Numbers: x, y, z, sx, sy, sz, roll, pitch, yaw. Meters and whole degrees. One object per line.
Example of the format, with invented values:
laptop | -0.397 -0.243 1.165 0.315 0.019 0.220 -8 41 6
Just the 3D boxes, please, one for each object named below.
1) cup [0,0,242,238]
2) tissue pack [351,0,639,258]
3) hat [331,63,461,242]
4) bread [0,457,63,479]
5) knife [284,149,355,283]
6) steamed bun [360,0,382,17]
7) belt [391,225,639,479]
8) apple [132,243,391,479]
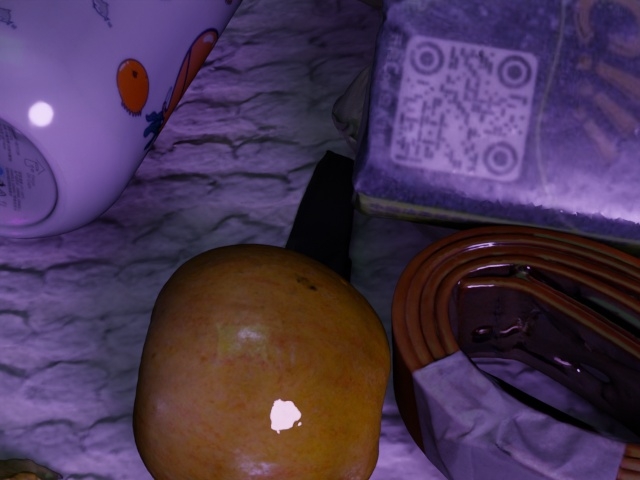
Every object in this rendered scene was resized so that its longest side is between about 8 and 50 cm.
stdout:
cup | -0.210 -0.162 1.158 0.212 0.212 0.317 8 47 18
tissue pack | 0.233 -0.129 0.954 0.394 0.124 0.288 8 86 3
hat | 0.139 -0.102 1.088 0.226 0.164 0.219 -36 46 3
bread | -0.248 0.153 0.863 0.140 0.160 0.169 17 48 25
knife | 0.000 0.000 1.087 0.060 0.028 0.230 -11 40 16
steamed bun | 0.121 -0.296 1.214 0.309 0.219 0.324 -32 25 -25
belt | 0.160 0.097 0.871 0.261 0.105 0.184 35 60 24
apple | -0.035 0.092 0.889 0.155 0.182 0.182 6 44 1
